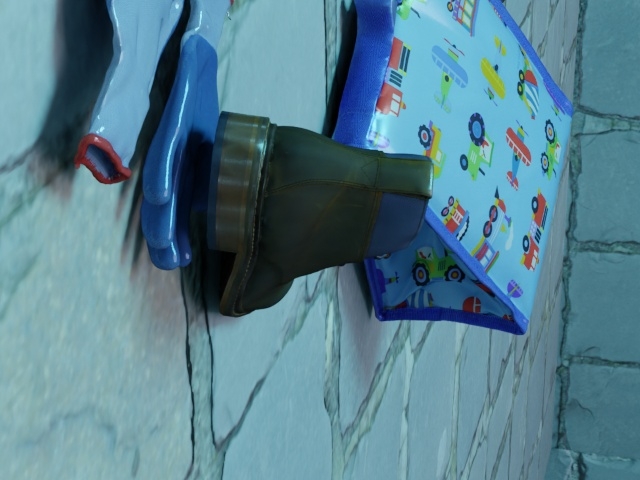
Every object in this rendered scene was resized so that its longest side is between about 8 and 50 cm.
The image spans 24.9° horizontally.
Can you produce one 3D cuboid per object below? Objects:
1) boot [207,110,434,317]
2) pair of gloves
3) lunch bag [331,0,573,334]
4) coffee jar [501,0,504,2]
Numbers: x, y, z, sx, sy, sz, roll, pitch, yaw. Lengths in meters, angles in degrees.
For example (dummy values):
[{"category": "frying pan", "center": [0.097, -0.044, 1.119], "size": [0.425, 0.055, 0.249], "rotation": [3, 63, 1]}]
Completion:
[{"category": "boot", "center": [0.000, 0.000, 0.769], "size": [0.219, 0.106, 0.082], "rotation": [89, 8, -74]}, {"category": "pair of gloves", "center": [-0.073, -0.078, 0.662], "size": [0.198, 0.023, 0.159], "rotation": [70, 27, -68]}, {"category": "lunch bag", "center": [0.088, -0.093, 1.121], "size": [0.293, 0.138, 0.221], "rotation": [57, 43, -54]}, {"category": "coffee jar", "center": [0.130, -0.253, 1.241], "size": [0.184, 0.096, 0.079], "rotation": [-58, 148, -59]}]
